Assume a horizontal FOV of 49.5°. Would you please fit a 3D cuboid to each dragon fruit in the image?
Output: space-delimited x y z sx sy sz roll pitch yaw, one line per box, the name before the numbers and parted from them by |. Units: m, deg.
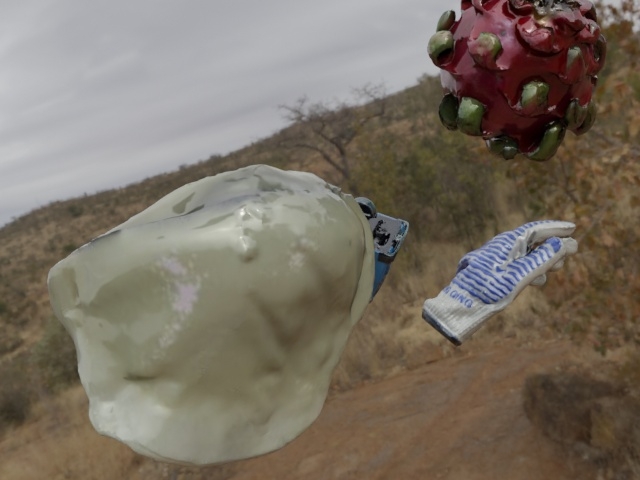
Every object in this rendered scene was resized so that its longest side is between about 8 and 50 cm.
dragon fruit | 0.240 -0.197 0.808 0.198 0.218 0.273 -32 -16 33

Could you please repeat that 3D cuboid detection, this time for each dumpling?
dumpling | -0.057 0.063 0.606 0.318 0.242 0.187 -10 -11 -26

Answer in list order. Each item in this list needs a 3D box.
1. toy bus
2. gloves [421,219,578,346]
toy bus | 0.000 0.000 0.810 0.185 0.106 0.090 20 33 11
gloves | 0.231 0.045 0.888 0.229 0.097 0.119 -31 11 -5
